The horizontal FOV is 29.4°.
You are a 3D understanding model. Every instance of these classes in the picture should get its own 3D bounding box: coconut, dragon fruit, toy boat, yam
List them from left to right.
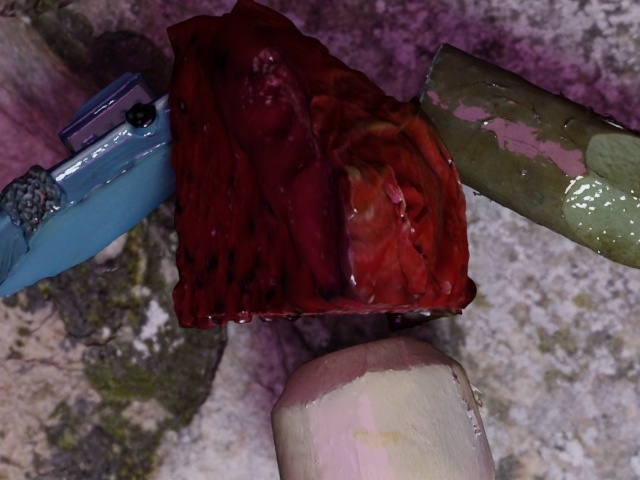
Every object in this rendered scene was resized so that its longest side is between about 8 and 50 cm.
[{"bbox_3d":[-0.205,-0.047,1.007,0.238,0.109,0.098,-37,62,-1],"label":"toy boat"},{"bbox_3d":[0.000,0.000,0.854,0.302,0.330,0.240,31,95,-17],"label":"dragon fruit"},{"bbox_3d":[0.051,0.168,0.922,0.170,0.171,0.183,-18,80,5],"label":"coconut"},{"bbox_3d":[0.195,-0.058,0.957,0.259,0.106,0.106,27,88,10],"label":"yam"}]
